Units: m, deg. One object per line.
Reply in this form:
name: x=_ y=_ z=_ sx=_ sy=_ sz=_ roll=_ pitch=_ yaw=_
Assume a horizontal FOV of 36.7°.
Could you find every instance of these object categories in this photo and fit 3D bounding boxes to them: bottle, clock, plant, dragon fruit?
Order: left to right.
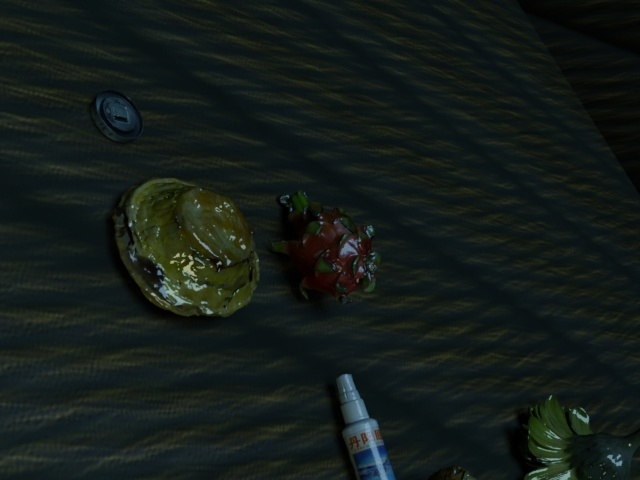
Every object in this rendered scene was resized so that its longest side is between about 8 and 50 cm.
clock: x=-0.297 y=-0.181 z=1.408 sx=0.085 sy=0.017 sz=0.085 roll=31 pitch=44 yaw=-35
dragon fruit: x=-0.003 y=0.002 z=1.552 sx=0.236 sy=0.135 sz=0.137 roll=46 pitch=30 yaw=19
bottle: x=0.066 y=0.308 z=1.457 sx=0.060 sy=0.060 sz=0.217 roll=3 pitch=61 yaw=-50
plant: x=0.524 y=0.419 z=1.831 sx=0.306 sy=0.297 sz=0.261 roll=55 pitch=1 yaw=21

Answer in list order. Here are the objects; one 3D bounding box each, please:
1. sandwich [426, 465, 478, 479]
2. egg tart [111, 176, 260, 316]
sandwich: x=0.259 y=0.521 z=1.506 sx=0.273 sy=0.095 sz=0.249 roll=38 pitch=44 yaw=-29
egg tart: x=-0.174 y=0.000 z=1.355 sx=0.241 sy=0.106 sz=0.241 roll=28 pitch=43 yaw=-30
